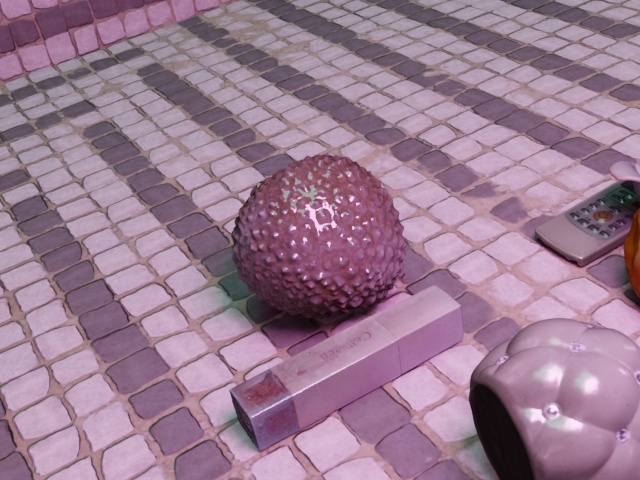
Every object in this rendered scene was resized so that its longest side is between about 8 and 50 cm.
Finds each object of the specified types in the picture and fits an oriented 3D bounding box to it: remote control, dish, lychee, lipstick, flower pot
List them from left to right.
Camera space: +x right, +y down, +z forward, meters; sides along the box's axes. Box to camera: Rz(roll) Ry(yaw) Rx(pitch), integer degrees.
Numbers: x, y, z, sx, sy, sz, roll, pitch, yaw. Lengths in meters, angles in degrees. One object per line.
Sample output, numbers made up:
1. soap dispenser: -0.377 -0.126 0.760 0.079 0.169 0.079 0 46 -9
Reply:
1. lychee: -0.005 0.002 1.381 0.300 0.300 0.300 -7 35 5
2. lipstick: 0.048 0.186 1.268 0.371 0.079 0.076 -26 37 -19
3. flower pot: 0.308 0.215 1.030 0.195 0.246 0.246 -19 36 -11
4. remote control: 0.526 -0.045 1.503 0.285 0.038 0.123 -25 38 -19
5. dish: 0.601 -0.066 1.420 0.234 0.064 0.154 19 21 -3

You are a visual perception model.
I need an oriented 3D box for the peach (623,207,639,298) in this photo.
1. peach: 0.576 0.004 1.260 0.214 0.235 0.214 -3 45 3
